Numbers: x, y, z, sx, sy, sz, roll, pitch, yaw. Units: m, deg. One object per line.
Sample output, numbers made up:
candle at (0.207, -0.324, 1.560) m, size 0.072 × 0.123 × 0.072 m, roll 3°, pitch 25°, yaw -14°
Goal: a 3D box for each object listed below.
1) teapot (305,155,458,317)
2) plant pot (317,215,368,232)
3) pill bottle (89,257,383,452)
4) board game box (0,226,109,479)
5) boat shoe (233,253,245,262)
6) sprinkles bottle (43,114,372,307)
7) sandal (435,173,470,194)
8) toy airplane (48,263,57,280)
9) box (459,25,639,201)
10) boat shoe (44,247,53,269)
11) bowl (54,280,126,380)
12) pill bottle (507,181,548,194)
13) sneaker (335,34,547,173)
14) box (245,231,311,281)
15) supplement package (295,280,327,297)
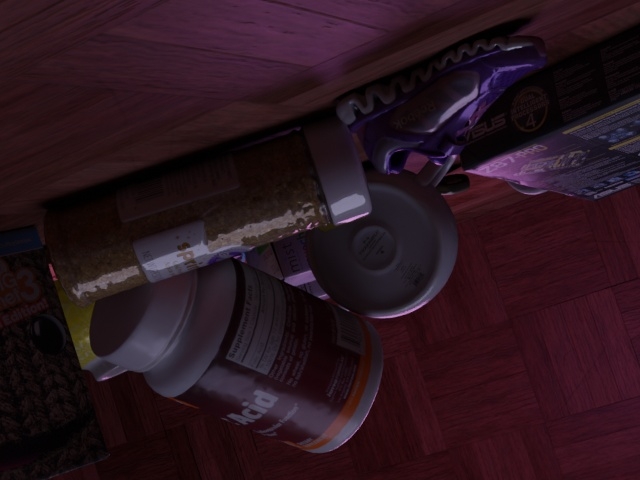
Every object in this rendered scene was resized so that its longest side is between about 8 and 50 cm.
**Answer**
teapot at (0.109, -0.011, 1.948) m, size 0.256 × 0.252 × 0.187 m, roll -9°, pitch -171°, yaw 19°
plant pot at (0.013, -0.067, 1.788) m, size 0.082 × 0.081 × 0.083 m, roll -20°, pitch 165°, yaw 19°
pill bottle at (-0.122, 0.151, 1.822) m, size 0.392 × 0.224 × 0.224 m, roll 26°, pitch 150°, yaw -28°
board game box at (-0.414, 0.157, 1.438) m, size 0.232 × 0.291 × 0.141 m, roll -15°, pitch 173°, yaw -41°
boat shoe at (-0.234, 0.050, 2.170) m, size 0.089 × 0.109 × 0.258 m, roll -5°, pitch 151°, yaw -41°
sprinkles bottle at (-0.125, -0.033, 1.397) m, size 0.356 × 0.121 × 0.121 m, roll -18°, pitch 175°, yaw 0°
sandal at (0.186, -0.062, 2.389) m, size 0.120 × 0.086 × 0.303 m, roll -15°, pitch 174°, yaw -35°
toy airplane at (-0.416, 0.065, 1.632) m, size 0.151 × 0.028 × 0.151 m, roll -15°, pitch 146°, yaw -11°
box at (0.426, -0.169, 1.640) m, size 0.318 × 0.097 × 0.395 m, roll 5°, pitch 159°, yaw -43°
boat shoe at (-0.395, 0.045, 1.681) m, size 0.153 × 0.048 × 0.056 m, roll -18°, pitch 175°, yaw -3°
bowl at (-0.333, 0.127, 1.948) m, size 0.290 × 0.156 × 0.289 m, roll -27°, pitch 172°, yaw -4°
pill bottle at (0.400, -0.146, 2.064) m, size 0.119 × 0.119 × 0.209 m, roll -23°, pitch 174°, yaw 42°
sneaker at (0.134, -0.138, 1.294) m, size 0.236 × 0.104 × 0.095 m, roll -22°, pitch 172°, yaw 28°
box at (0.000, 0.000, 2.172) m, size 0.231 × 0.126 × 0.262 m, roll -17°, pitch 175°, yaw -13°
supplement package at (-0.012, 0.046, 2.487) m, size 0.203 × 0.149 × 0.194 m, roll -18°, pitch 175°, yaw -5°
